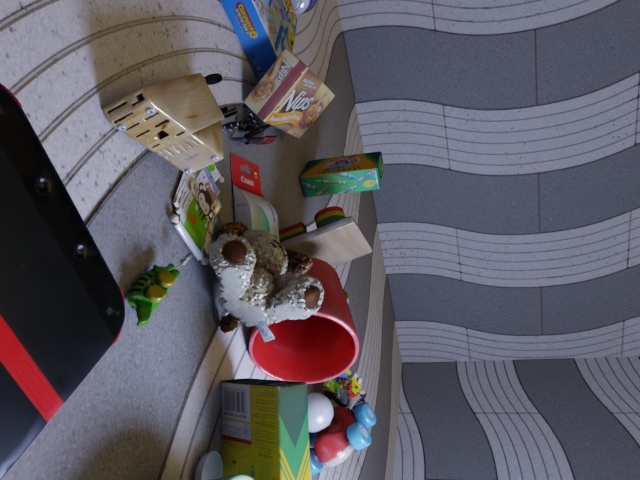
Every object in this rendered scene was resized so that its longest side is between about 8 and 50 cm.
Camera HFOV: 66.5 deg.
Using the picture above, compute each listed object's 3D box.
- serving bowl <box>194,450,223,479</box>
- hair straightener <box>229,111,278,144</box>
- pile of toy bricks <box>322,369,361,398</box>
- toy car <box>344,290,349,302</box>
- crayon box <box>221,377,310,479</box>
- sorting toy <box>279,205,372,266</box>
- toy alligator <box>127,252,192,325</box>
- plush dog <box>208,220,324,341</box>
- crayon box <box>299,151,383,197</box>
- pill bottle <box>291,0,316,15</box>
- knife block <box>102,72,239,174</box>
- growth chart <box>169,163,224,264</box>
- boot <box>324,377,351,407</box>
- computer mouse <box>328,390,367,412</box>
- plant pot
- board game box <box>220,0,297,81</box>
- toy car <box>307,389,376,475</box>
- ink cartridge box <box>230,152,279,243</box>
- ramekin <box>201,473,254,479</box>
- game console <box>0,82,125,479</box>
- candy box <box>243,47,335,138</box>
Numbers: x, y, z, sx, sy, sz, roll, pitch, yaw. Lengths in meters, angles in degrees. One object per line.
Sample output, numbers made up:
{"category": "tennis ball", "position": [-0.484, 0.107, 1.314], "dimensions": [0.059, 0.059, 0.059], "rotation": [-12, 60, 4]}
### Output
{"category": "serving bowl", "position": [-0.216, 0.446, 0.929], "dimensions": [0.083, 0.027, 0.083], "rotation": [-6, 90, -75]}
{"category": "hair straightener", "position": [-0.187, -0.295, 1.299], "dimensions": [0.089, 0.047, 0.230], "rotation": [62, 25, -5]}
{"category": "pile of toy bricks", "position": [0.040, 0.461, 1.640], "dimensions": [0.212, 0.118, 0.105], "rotation": [52, 45, -30]}
{"category": "toy car", "position": [-0.007, 0.173, 1.657], "dimensions": [0.188, 0.149, 0.155], "rotation": [55, 13, 2]}
{"category": "crayon box", "position": [-0.114, 0.443, 0.971], "dimensions": [0.081, 0.202, 0.318], "rotation": [8, 76, -43]}
{"category": "sorting toy", "position": [0.000, 0.000, 1.466], "dimensions": [0.257, 0.255, 0.089], "rotation": [49, 22, -64]}
{"category": "toy alligator", "position": [-0.276, 0.067, 0.824], "dimensions": [0.051, 0.056, 0.189], "rotation": [35, 34, -12]}
{"category": "plush dog", "position": [-0.138, 0.070, 1.074], "dimensions": [0.262, 0.210, 0.225], "rotation": [31, 36, -18]}
{"category": "crayon box", "position": [0.080, -0.237, 1.750], "dimensions": [0.165, 0.278, 0.081], "rotation": [-70, 151, -57]}
{"category": "pill bottle", "position": [-0.087, -0.832, 1.663], "dimensions": [0.221, 0.124, 0.124], "rotation": [-68, 148, -58]}
{"category": "knife block", "position": [-0.259, -0.262, 0.908], "dimensions": [0.276, 0.088, 0.242], "rotation": [35, 40, -56]}
{"category": "growth chart", "position": [-0.250, -0.083, 1.017], "dimensions": [0.172, 0.021, 0.237], "rotation": [62, 27, -55]}
{"category": "boot", "position": [0.075, 0.548, 1.830], "dimensions": [0.208, 0.076, 0.189], "rotation": [41, 58, -59]}
{"category": "computer mouse", "position": [0.093, 0.590, 1.702], "dimensions": [0.060, 0.184, 0.262], "rotation": [42, -12, 36]}
{"category": "plant pot", "position": [-0.043, 0.191, 1.261], "dimensions": [0.243, 0.275, 0.275], "rotation": [-92, 167, -51]}
{"category": "board game box", "position": [-0.167, -0.663, 1.392], "dimensions": [0.308, 0.086, 0.302], "rotation": [61, 28, -53]}
{"category": "toy car", "position": [0.007, 0.529, 1.470], "dimensions": [0.238, 0.219, 0.210], "rotation": [54, 19, -1]}
{"category": "ink cartridge box", "position": [-0.165, -0.100, 1.263], "dimensions": [0.181, 0.056, 0.224], "rotation": [12, 75, -74]}
{"category": "ramekin", "position": [-0.198, 0.522, 0.746], "dimensions": [0.303, 0.148, 0.303], "rotation": [-6, 90, -74]}
{"category": "game console", "position": [-0.373, 0.046, 0.500], "dimensions": [0.342, 0.060, 0.386], "rotation": [-64, 144, -53]}
{"category": "candy box", "position": [-0.079, -0.413, 1.421], "dimensions": [0.087, 0.183, 0.316], "rotation": [43, 12, 10]}
